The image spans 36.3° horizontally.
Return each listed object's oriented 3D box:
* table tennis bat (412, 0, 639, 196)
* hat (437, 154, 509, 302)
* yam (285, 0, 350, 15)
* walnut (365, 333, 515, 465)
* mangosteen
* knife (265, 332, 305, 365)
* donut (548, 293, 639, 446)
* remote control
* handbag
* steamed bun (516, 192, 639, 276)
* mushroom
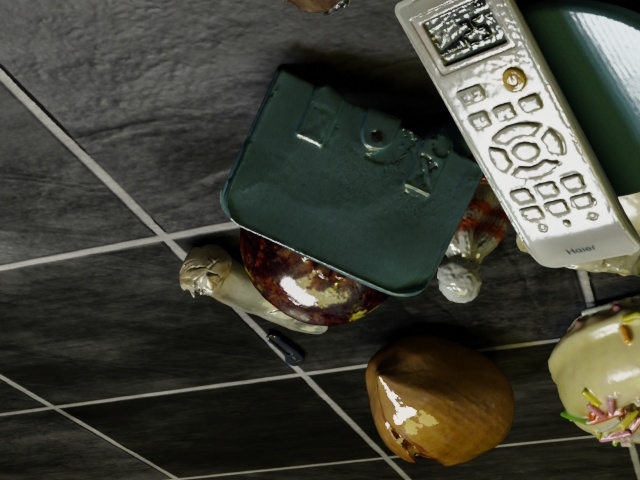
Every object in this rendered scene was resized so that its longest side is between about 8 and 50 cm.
[{"bbox_3d":[0.212,-0.121,0.946,0.329,0.044,0.215,-13,122,49],"label":"table tennis bat"},{"bbox_3d":[0.165,-0.011,1.095,0.112,0.162,0.093,13,151,-14],"label":"hat"},{"bbox_3d":[-0.093,-0.269,0.688,0.279,0.131,0.131,21,145,-28],"label":"yam"},{"bbox_3d":[0.176,0.241,1.515,0.203,0.203,0.298,-21,142,33],"label":"walnut"},{"bbox_3d":[0.000,0.000,1.121,0.192,0.192,0.217,6,-179,-9],"label":"mangosteen"},{"bbox_3d":[-0.057,0.171,1.559,0.031,0.018,0.121,-14,145,20],"label":"knife"},{"bbox_3d":[0.517,0.215,1.494,0.371,0.150,0.307,18,146,-29],"label":"donut"},{"bbox_3d":[0.192,-0.109,0.906,0.109,0.055,0.313,-14,116,44],"label":"remote control"},{"bbox_3d":[0.031,-0.059,0.975,0.229,0.179,0.062,25,-175,-8],"label":"handbag"},{"bbox_3d":[0.379,-0.012,1.145,0.212,0.110,0.231,14,150,-24],"label":"steamed bun"},{"bbox_3d":[-0.085,0.064,1.313,0.223,0.081,0.092,19,163,-26],"label":"mushroom"}]
